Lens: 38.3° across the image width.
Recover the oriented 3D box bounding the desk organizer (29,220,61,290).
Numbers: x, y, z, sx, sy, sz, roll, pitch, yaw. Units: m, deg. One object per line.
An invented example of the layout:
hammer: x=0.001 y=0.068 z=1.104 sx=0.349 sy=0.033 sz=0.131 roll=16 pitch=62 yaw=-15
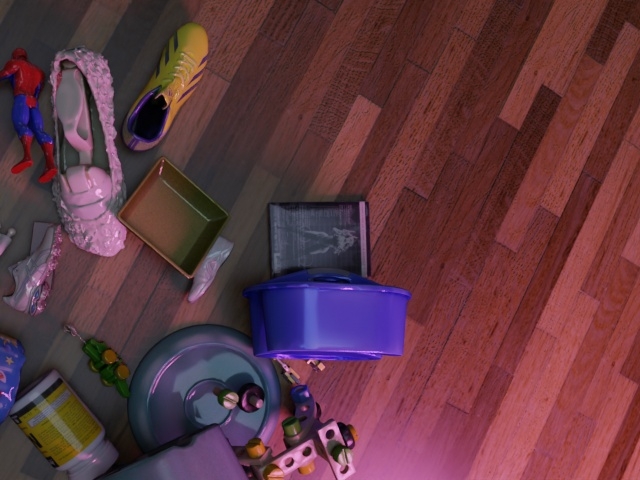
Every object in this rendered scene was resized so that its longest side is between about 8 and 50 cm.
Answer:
desk organizer: x=-0.530 y=0.029 z=1.765 sx=0.050 sy=0.047 sz=0.130 roll=8 pitch=87 yaw=-15

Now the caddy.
caddy: x=0.014 y=0.141 z=1.830 sx=0.341 sy=0.241 sz=0.179 roll=4 pitch=79 yaw=-18

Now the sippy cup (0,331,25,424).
sippy cup: x=-0.659 y=0.233 z=1.642 sx=0.224 sy=0.240 sz=0.305 roll=18 pitch=106 yaw=-27

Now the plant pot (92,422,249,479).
plant pot: x=-0.231 y=0.530 z=1.654 sx=0.341 sy=0.341 sz=0.334 roll=-22 pitch=84 yaw=-17

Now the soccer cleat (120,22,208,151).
soccer cleat: x=-0.294 y=-0.300 z=1.802 sx=0.093 sy=0.121 sz=0.289 roll=31 pitch=81 yaw=-15

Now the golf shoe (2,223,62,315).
golf shoe: x=-0.534 y=0.048 z=1.708 sx=0.086 sy=0.069 sz=0.176 roll=17 pitch=84 yaw=-6

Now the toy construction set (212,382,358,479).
toy construction set: x=-0.055 y=0.445 z=1.782 sx=0.257 sy=0.237 sz=0.308 roll=-2 pitch=101 yaw=-36

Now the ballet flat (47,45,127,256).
ballet flat: x=-0.456 y=-0.168 z=1.742 sx=0.147 sy=0.147 sz=0.408 roll=-7 pitch=91 yaw=-18

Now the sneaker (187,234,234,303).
sneaker: x=-0.234 y=0.056 z=1.860 sx=0.061 sy=0.054 sz=0.152 roll=31 pitch=75 yaw=-6

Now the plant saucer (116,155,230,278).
plant saucer: x=-0.293 y=-0.040 z=1.807 sx=0.188 sy=0.045 sz=0.188 roll=42 pitch=48 yaw=-16

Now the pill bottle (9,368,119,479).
pill bottle: x=-0.483 y=0.357 z=1.739 sx=0.119 sy=0.119 sz=0.208 roll=-39 pitch=100 yaw=-14

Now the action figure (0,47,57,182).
action figure: x=-0.569 y=-0.227 z=1.712 sx=0.091 sy=0.139 sz=0.280 roll=22 pitch=48 yaw=-51

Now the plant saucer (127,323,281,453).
plant saucer: x=-0.227 y=0.329 z=1.862 sx=0.318 sy=0.044 sz=0.317 roll=0 pitch=89 yaw=-18

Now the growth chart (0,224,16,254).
growth chart: x=-0.695 y=-0.007 z=1.681 sx=0.237 sy=0.021 sz=0.172 roll=20 pitch=47 yaw=-8

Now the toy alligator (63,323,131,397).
toy alligator: x=-0.424 y=0.224 z=1.798 sx=0.189 sy=0.056 sz=0.051 roll=52 pitch=34 yaw=-9

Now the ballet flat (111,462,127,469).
ballet flat: x=-0.425 y=0.560 z=1.778 sx=0.096 sy=0.095 sz=0.280 roll=25 pitch=72 yaw=-6

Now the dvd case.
dvd case: x=0.000 y=0.000 z=1.948 sx=0.221 sy=0.018 sz=0.164 roll=-2 pitch=89 yaw=-17

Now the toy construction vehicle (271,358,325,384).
toy construction vehicle: x=-0.045 y=0.254 z=1.923 sx=0.086 sy=0.035 sz=0.098 roll=-41 pitch=101 yaw=-14
